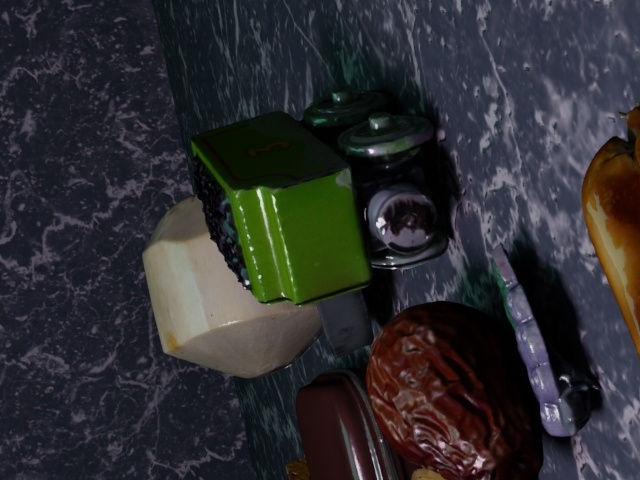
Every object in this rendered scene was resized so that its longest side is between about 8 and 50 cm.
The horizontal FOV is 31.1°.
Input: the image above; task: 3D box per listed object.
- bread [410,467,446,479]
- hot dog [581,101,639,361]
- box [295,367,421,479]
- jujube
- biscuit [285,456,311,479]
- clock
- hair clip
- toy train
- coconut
[{"bbox_3d":[0.177,0.306,1.211,0.190,0.114,0.132,66,157,2],"label":"bread"},{"bbox_3d":[0.251,0.065,0.664,0.135,0.100,0.337,130,124,-64],"label":"hot dog"},{"bbox_3d":[0.055,0.320,1.733,0.404,0.108,0.263,149,105,-77],"label":"box"},{"bbox_3d":[0.137,0.159,1.118,0.236,0.168,0.168,-129,27,-57],"label":"jujube"},{"bbox_3d":[0.031,0.446,1.929,0.231,0.131,0.025,-116,21,-48],"label":"biscuit"},{"bbox_3d":[0.000,0.000,1.576,0.325,0.067,0.325,164,90,-89],"label":"clock"},{"bbox_3d":[0.197,0.083,1.036,0.124,0.052,0.195,74,178,-49],"label":"hair clip"},{"bbox_3d":[-0.004,-0.055,1.277,0.307,0.249,0.173,-133,29,-64],"label":"toy train"},{"bbox_3d":[-0.126,0.070,1.826,0.323,0.323,0.323,166,90,-77],"label":"coconut"}]
